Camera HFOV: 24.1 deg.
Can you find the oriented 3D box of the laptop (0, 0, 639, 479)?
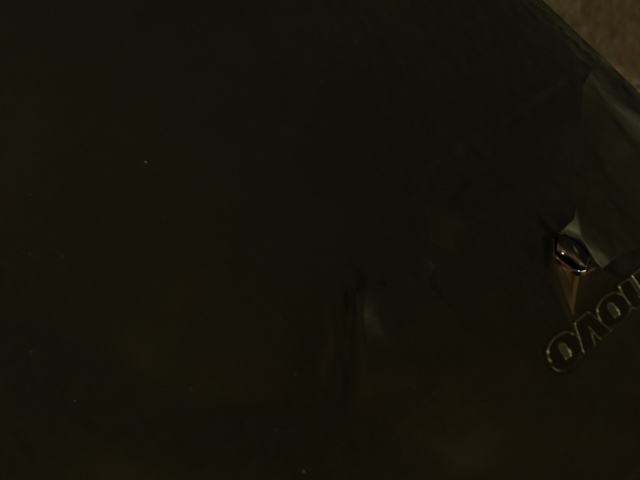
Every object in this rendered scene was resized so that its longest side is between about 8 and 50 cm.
[{"bbox_3d":[-0.132,0.008,0.472,0.408,0.382,0.236,-5,110,48],"label":"laptop"}]
